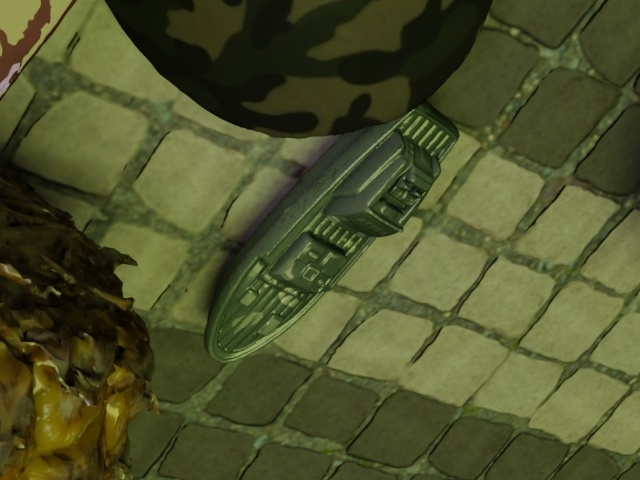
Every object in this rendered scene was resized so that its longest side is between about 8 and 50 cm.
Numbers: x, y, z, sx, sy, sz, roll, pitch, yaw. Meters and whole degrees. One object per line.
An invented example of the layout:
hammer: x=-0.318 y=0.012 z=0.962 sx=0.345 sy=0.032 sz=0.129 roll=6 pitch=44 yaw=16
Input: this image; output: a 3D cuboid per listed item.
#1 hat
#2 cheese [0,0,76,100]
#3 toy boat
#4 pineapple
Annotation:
hat: x=-0.028 y=-0.195 z=0.636 sx=0.366 sy=0.257 sz=0.381 roll=-20 pitch=116 yaw=10
cheese: x=-0.200 y=-0.108 z=0.580 sx=0.128 sy=0.203 sz=0.177 roll=33 pitch=74 yaw=-27
toy boat: x=0.000 y=0.000 z=0.898 sx=0.078 sy=0.085 sz=0.260 roll=30 pitch=112 yaw=-37
pineapple: x=-0.274 y=0.091 z=0.717 sx=0.352 sy=0.352 sz=0.300 roll=31 pitch=101 yaw=-37
